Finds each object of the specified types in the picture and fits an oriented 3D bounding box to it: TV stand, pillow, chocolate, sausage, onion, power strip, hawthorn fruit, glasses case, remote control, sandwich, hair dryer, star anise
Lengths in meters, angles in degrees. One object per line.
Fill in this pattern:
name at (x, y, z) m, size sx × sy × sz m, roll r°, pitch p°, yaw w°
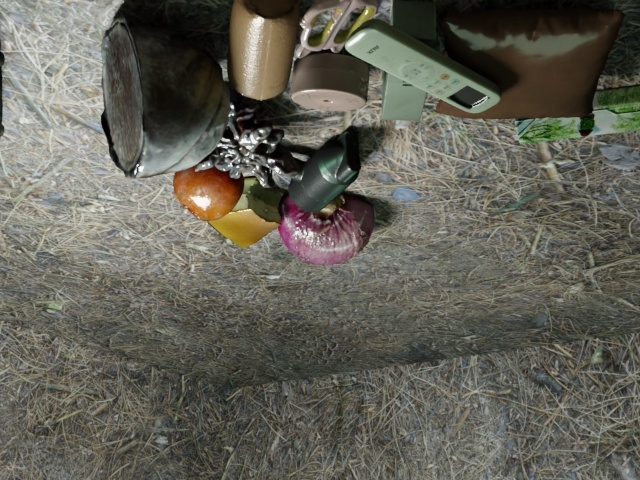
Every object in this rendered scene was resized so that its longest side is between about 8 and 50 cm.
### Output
TV stand at (0.164, -0.331, 1.575) m, size 0.083 × 0.088 × 0.269 m, roll 2°, pitch 158°, yaw 2°
pillow at (0.368, -0.323, 1.541) m, size 0.308 × 0.108 × 0.305 m, roll 1°, pitch 156°, yaw 8°
chocolate at (-0.282, -0.269, 1.592) m, size 0.213 × 0.303 × 0.303 m, roll -5°, pitch 163°, yaw -27°
sausage at (-0.101, -0.364, 1.487) m, size 0.123 × 0.123 × 0.253 m, roll 6°, pitch 157°, yaw -7°
onion at (0.000, 0.000, 2.291) m, size 0.267 × 0.159 × 0.348 m, roll 8°, pitch 156°, yaw -5°
power strip at (0.021, -0.306, 1.623) m, size 0.154 × 0.078 × 0.154 m, roll 4°, pitch 173°, yaw 0°
hawthorn fruit at (-0.263, -0.137, 1.994) m, size 0.173 × 0.172 × 0.173 m, roll 3°, pitch 157°, yaw 1°
glasses case at (0.545, -0.257, 1.735) m, size 0.272 × 0.062 × 0.095 m, roll -6°, pitch 156°, yaw 19°
remote control at (0.185, -0.302, 1.471) m, size 0.310 × 0.038 × 0.090 m, roll 21°, pitch 152°, yaw -28°
sandwich at (-0.180, -0.069, 2.208) m, size 0.186 × 0.108 × 0.220 m, roll -6°, pitch 153°, yaw 22°
hair dryer at (-0.062, -0.193, 1.931) m, size 0.303 × 0.116 × 0.244 m, roll 19°, pitch 150°, yaw -18°
star anise at (-0.167, -0.209, 1.817) m, size 0.213 × 0.129 × 0.282 m, roll -3°, pitch 141°, yaw 20°

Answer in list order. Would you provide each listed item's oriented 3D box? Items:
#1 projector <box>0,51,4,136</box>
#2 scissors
projector at (-0.751, -0.189, 1.618) m, size 0.242 × 0.405 × 0.395 m, roll 8°, pitch 156°, yaw -15°
scissors at (0.058, -0.420, 1.411) m, size 0.160 × 0.024 × 0.317 m, roll -15°, pitch 158°, yaw -34°
